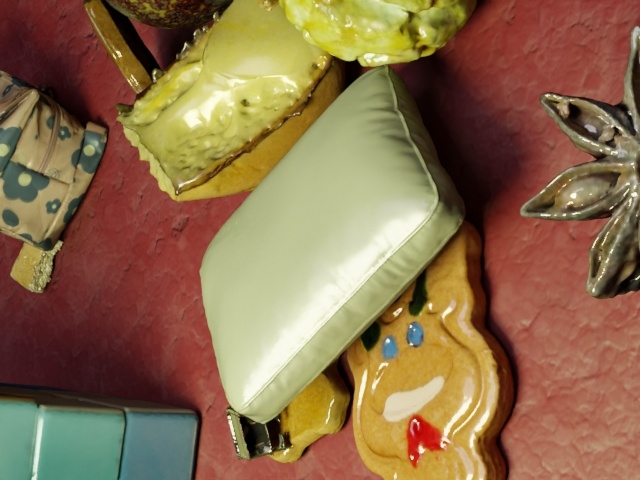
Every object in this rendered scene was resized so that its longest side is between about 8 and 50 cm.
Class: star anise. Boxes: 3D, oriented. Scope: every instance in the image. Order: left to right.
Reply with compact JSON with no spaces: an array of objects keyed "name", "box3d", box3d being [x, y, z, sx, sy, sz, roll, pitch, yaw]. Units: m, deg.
[{"name":"star anise","box3d":[0.290,-0.057,1.238,0.236,0.109,0.223,-37,63,17]}]

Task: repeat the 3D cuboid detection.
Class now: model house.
[{"name":"model house","box3d":[-0.071,0.189,1.587,0.058,0.057,0.083,172,82,-72]}]

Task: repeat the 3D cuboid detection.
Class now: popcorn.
[{"name":"popcorn","box3d":[0.051,-0.277,1.474,0.204,0.184,0.221,-42,74,-13]}]

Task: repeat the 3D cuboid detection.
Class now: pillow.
[{"name":"pillow","box3d":[0.000,0.000,1.484,0.322,0.119,0.255,-46,37,23]}]

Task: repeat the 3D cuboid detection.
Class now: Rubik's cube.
[{"name":"Rubik's cube","box3d":[-0.388,0.342,1.742,0.347,0.344,0.347,3,86,47]}]

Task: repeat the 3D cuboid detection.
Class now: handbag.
[{"name":"handbag","box3d":[-0.426,-0.128,2.002,0.251,0.190,0.193,35,92,47]}]

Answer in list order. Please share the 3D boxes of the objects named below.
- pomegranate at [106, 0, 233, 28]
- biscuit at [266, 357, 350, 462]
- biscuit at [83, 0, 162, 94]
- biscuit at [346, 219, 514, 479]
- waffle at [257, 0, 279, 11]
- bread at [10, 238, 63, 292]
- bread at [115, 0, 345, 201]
[{"name":"pomegranate","box3d":[-0.202,-0.399,1.678,0.285,0.340,0.285,-17,66,44]},{"name":"biscuit","box3d":[-0.043,0.115,1.626,0.184,0.035,0.249,-42,56,35]},{"name":"biscuit","box3d":[-0.221,-0.208,1.790,0.034,0.215,0.182,-32,20,5]},{"name":"biscuit","box3d":[0.100,0.136,1.456,0.202,0.047,0.334,-29,62,42]},{"name":"waffle","box3d":[-0.039,-0.422,1.539,0.091,0.213,0.308,31,84,39]},{"name":"bread","box3d":[-0.392,0.026,2.040,0.070,0.035,0.083,21,92,48]},{"name":"bread","box3d":[-0.076,-0.146,1.629,0.262,0.162,0.204,-43,46,3]}]
